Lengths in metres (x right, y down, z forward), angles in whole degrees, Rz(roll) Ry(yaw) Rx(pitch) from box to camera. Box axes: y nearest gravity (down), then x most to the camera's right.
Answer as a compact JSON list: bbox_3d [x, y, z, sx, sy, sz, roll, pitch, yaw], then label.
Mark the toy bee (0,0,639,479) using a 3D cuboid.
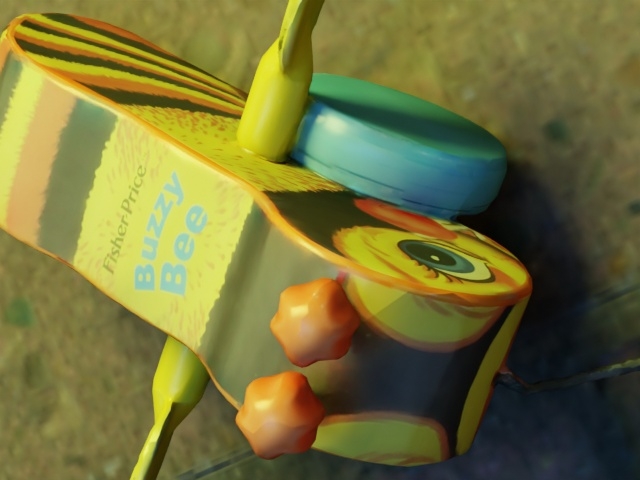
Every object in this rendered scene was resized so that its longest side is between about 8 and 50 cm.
[{"bbox_3d":[0.000,0.000,0.537,0.298,0.162,0.195,3,96,28],"label":"toy bee"}]
